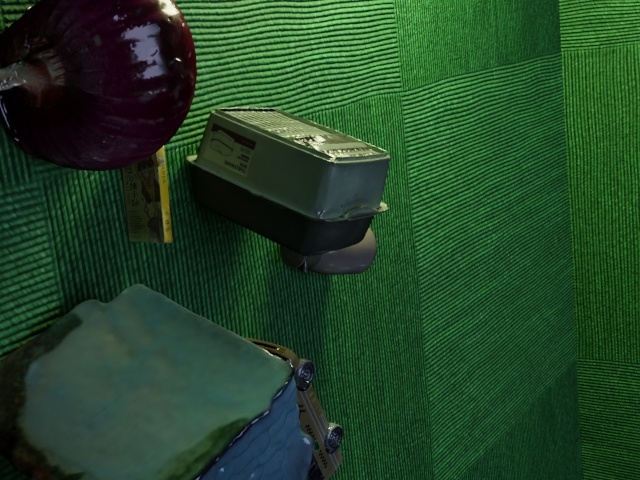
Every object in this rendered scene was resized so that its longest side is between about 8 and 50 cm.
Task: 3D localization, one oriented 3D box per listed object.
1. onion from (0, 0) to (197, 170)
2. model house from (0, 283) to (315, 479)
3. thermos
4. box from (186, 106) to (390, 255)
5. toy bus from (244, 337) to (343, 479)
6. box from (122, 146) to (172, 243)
[{"bbox_3d":[-0.273,-0.218,1.183,0.256,0.231,0.272,59,39,-39],"label":"onion"},{"bbox_3d":[-0.217,0.297,1.229,0.297,0.360,0.339,-46,142,-31],"label":"model house"},{"bbox_3d":[0.000,0.000,1.717,0.193,0.105,0.137,-2,68,-49],"label":"thermos"},{"bbox_3d":[-0.047,-0.100,1.466,0.221,0.291,0.166,-13,123,-54],"label":"box"},{"bbox_3d":[-0.077,0.313,1.583,0.157,0.139,0.289,-50,134,-35],"label":"toy bus"},{"bbox_3d":[-0.255,-0.070,1.349,0.020,0.073,0.149,-17,106,-56],"label":"box"}]
